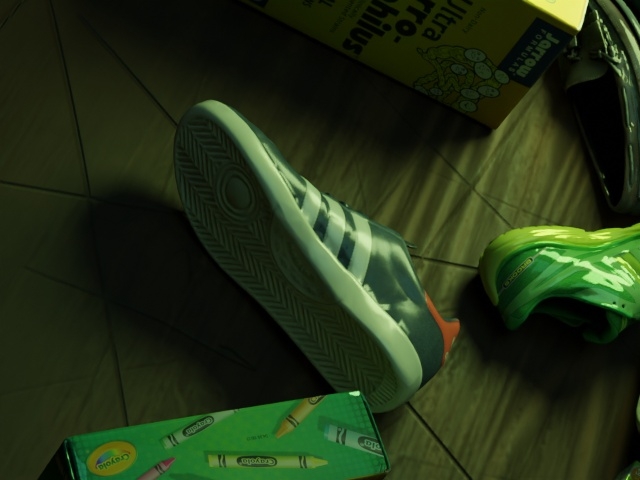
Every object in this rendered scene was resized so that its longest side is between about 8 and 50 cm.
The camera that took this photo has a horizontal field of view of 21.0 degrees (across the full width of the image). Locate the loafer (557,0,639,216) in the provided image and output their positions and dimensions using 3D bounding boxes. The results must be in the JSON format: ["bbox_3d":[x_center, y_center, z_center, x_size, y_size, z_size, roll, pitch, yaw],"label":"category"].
[{"bbox_3d":[0.325,-0.165,1.959,0.095,0.109,0.303,-10,68,-27],"label":"loafer"}]

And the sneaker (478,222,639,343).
[{"bbox_3d":[0.311,0.049,1.810,0.295,0.109,0.124,-4,68,-11],"label":"sneaker"}]

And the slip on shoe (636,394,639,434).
[{"bbox_3d":[0.419,0.127,1.827,0.101,0.123,0.331,62,39,-25],"label":"slip on shoe"}]

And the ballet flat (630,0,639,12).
[{"bbox_3d":[0.530,-0.206,2.038,0.182,0.164,0.483,-32,77,-2],"label":"ballet flat"}]

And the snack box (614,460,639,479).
[{"bbox_3d":[0.339,0.300,1.706,0.141,0.037,0.100,39,49,1],"label":"snack box"}]

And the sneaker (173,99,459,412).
[{"bbox_3d":[0.000,0.000,1.684,0.148,0.131,0.350,-31,83,-44],"label":"sneaker"}]

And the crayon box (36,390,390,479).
[{"bbox_3d":[-0.101,0.213,1.458,0.278,0.165,0.081,-6,63,-29],"label":"crayon box"}]

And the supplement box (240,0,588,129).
[{"bbox_3d":[0.099,-0.313,1.878,0.356,0.194,0.195,25,52,-10],"label":"supplement box"}]
